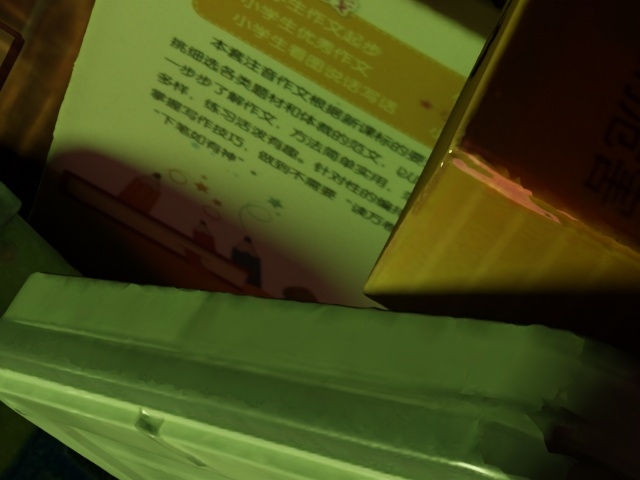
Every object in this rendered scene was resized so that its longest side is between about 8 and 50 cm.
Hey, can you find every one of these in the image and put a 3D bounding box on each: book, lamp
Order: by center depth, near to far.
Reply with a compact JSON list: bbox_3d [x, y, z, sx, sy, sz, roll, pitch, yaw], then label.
[{"bbox_3d":[0.064,0.097,0.461,0.269,0.047,0.266,38,163,-28],"label":"lamp"},{"bbox_3d":[0.000,0.000,0.630,0.208,0.020,0.295,30,148,-2],"label":"book"}]

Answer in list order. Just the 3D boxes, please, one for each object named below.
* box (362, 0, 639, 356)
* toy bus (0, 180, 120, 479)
[{"bbox_3d":[0.148,-0.002,0.391,0.237,0.152,0.070,29,147,-3],"label":"box"},{"bbox_3d":[-0.194,0.082,0.741,0.190,0.152,0.312,46,151,-26],"label":"toy bus"}]
